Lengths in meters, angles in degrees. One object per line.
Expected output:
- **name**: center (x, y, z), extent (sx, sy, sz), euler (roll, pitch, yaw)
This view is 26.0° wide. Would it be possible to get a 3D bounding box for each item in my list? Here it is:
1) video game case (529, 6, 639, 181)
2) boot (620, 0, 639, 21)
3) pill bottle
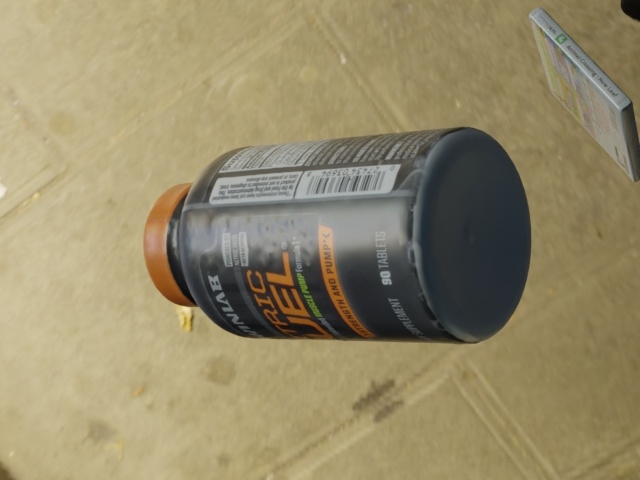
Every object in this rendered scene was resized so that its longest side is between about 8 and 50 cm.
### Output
- **video game case**: center (0.357, -0.192, 1.844), extent (0.023, 0.212, 0.193), euler (-37, 61, 0)
- **boot**: center (0.393, -0.343, 1.723), extent (0.037, 0.114, 0.106), euler (-7, 142, 36)
- **pill bottle**: center (0.000, 0.000, 0.888), extent (0.245, 0.130, 0.130), euler (-2, 111, 39)
